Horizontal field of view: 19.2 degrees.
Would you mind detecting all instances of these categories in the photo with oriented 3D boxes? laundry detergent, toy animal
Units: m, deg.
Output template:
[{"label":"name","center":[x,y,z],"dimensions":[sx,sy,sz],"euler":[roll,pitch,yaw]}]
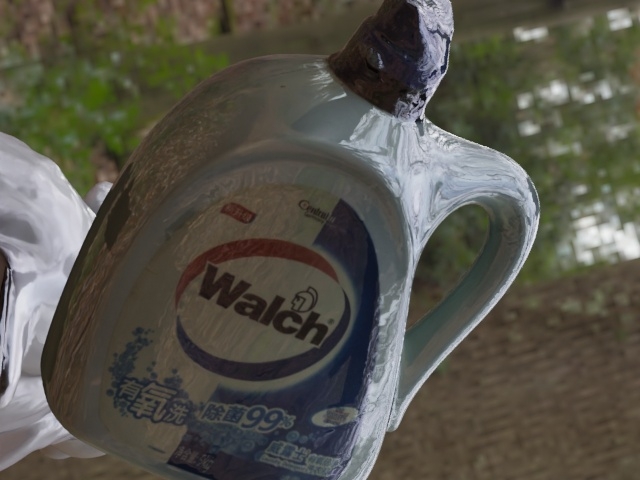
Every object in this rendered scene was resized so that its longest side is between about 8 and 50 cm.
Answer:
[{"label":"laundry detergent","center":[0.000,0.000,0.970],"dimensions":[0.280,0.214,0.105],"euler":[-57,-153,20]},{"label":"toy animal","center":[-0.190,0.040,1.235],"dimensions":[0.258,0.193,0.357],"euler":[-69,157,-1]}]
